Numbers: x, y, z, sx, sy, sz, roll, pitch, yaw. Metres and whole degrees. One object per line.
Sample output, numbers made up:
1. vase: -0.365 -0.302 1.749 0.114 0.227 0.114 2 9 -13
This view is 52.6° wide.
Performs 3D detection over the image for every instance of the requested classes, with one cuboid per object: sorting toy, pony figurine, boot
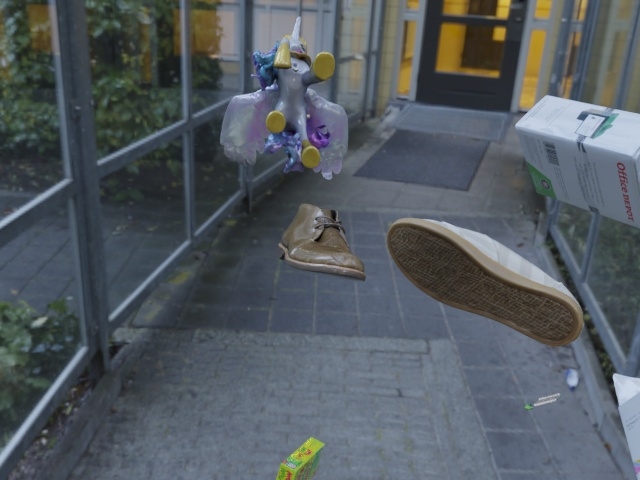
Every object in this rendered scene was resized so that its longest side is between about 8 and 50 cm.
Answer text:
1. sorting toy: 0.539 0.394 1.574 0.083 0.012 0.062 -25 -11 28
2. pony figurine: -0.060 -0.286 1.405 0.302 0.351 0.363 5 25 -9
3. boot: 0.000 0.000 1.094 0.112 0.115 0.305 18 3 -21

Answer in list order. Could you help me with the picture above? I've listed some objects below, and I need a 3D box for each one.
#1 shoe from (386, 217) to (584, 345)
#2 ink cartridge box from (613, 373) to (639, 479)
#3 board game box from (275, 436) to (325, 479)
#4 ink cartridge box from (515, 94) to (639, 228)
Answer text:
1. shoe: 0.169 0.038 0.677 0.219 0.077 0.058 30 30 21
2. ink cartridge box: 0.718 0.405 1.244 0.207 0.119 0.354 12 49 -11
3. board game box: -0.053 0.559 1.579 0.043 0.092 0.181 21 11 19
4. ink cartridge box: 0.441 -0.128 1.038 0.092 0.160 0.219 -43 39 -13
